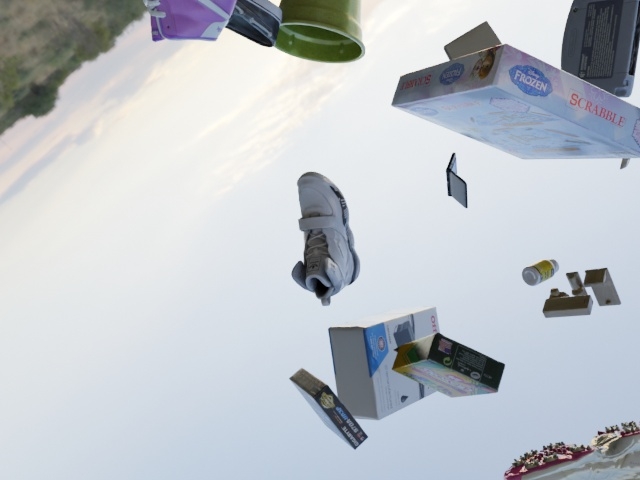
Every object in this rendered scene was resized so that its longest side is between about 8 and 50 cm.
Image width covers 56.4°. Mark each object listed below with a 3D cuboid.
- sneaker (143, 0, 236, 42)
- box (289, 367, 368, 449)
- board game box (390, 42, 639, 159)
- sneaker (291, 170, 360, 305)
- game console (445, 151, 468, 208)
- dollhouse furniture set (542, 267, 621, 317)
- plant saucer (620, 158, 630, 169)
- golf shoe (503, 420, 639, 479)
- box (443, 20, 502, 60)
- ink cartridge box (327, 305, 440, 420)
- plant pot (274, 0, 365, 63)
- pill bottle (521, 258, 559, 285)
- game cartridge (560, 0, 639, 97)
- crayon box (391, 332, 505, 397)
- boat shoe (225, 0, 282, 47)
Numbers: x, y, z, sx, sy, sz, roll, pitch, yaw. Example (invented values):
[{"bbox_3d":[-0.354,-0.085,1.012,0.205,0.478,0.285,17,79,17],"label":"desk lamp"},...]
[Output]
[{"bbox_3d":[-0.279,-0.412,0.956,0.161,0.282,0.102,-65,-162,13],"label":"sneaker"},{"bbox_3d":[0.017,0.426,1.533,0.051,0.175,0.220,-39,-168,-15],"label":"box"},{"bbox_3d":[0.329,-0.215,1.003,0.318,0.317,0.066,19,-87,69],"label":"board game box"},{"bbox_3d":[0.000,0.000,1.671,0.137,0.366,0.210,-8,-158,27],"label":"sneaker"},{"bbox_3d":[0.396,-0.171,1.694,0.071,0.122,0.107,13,-120,22],"label":"game console"},{"bbox_3d":[0.686,0.174,1.565,0.144,0.123,0.151,-12,-150,40],"label":"dollhouse furniture set"},{"bbox_3d":[0.895,-0.245,1.740,0.015,0.083,0.083,21,-119,29],"label":"plant saucer"},{"bbox_3d":[0.475,0.412,1.038,0.306,0.140,0.115,-13,169,-5],"label":"golf shoe"},{"bbox_3d":[0.438,-0.401,1.544,0.121,0.311,0.148,-29,-117,17],"label":"box"},{"bbox_3d":[0.230,0.385,1.949,0.166,0.286,0.394,-9,179,44],"label":"ink cartridge box"},{"bbox_3d":[0.005,-0.641,1.582,0.276,0.276,0.254,8,-91,56],"label":"plant pot"},{"bbox_3d":[0.686,0.095,1.855,0.116,0.065,0.065,-19,-165,-31],"label":"pill bottle"},{"bbox_3d":[0.749,-0.533,1.600,0.198,0.062,0.298,18,-73,54],"label":"game cartridge"},{"bbox_3d":[0.328,0.348,1.622,0.318,0.202,0.081,127,-12,-69],"label":"crayon box"},{"bbox_3d":[-0.232,-0.539,1.383,0.113,0.306,0.105,-3,-106,50],"label":"boat shoe"}]
